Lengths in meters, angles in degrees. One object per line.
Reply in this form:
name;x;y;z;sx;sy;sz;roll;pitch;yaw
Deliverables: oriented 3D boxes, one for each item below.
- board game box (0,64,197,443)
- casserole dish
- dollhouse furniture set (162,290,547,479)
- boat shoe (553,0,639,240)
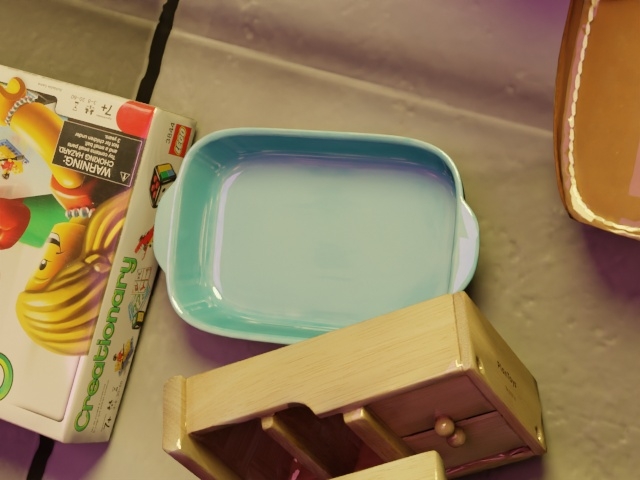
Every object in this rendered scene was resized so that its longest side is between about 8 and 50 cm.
board game box;-0.235;-0.017;0.939;0.305;0.053;0.193;16;92;25
casserole dish;0.000;0.000;0.840;0.188;0.037;0.114;4;86;24
dollhouse furniture set;0.023;0.168;0.723;0.161;0.212;0.242;-19;51;20
boat shoe;0.177;-0.160;0.729;0.123;0.120;0.324;17;91;25
